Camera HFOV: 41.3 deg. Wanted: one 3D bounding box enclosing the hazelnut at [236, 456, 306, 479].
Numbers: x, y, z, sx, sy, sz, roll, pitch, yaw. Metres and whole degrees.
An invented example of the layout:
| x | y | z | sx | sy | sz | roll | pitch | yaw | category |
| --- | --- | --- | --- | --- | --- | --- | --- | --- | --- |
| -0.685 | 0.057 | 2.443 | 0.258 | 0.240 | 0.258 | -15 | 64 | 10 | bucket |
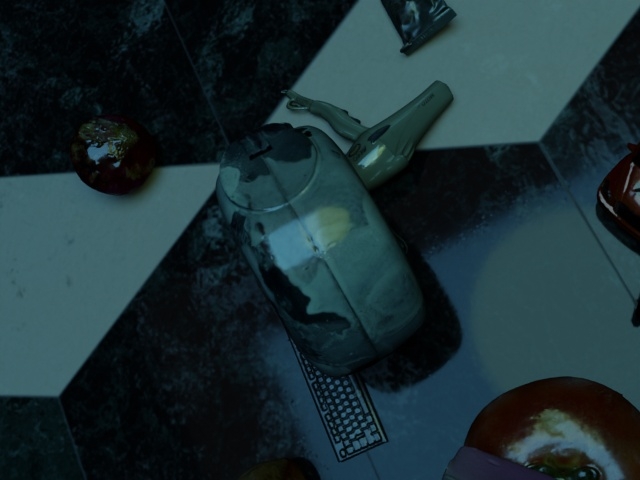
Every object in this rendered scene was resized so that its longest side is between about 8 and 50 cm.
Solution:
| x | y | z | sx | sy | sz | roll | pitch | yaw | category |
| --- | --- | --- | --- | --- | --- | --- | --- | --- | --- |
| -0.056 | 0.283 | 0.932 | 0.086 | 0.086 | 0.086 | -4 | 76 | 16 | hazelnut |

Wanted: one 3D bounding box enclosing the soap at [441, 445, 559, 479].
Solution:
| x | y | z | sx | sy | sz | roll | pitch | yaw | category |
| --- | --- | --- | --- | --- | --- | --- | --- | --- | --- |
| 0.177 | 0.339 | 0.788 | 0.181 | 0.081 | 0.259 | 17 | 108 | 21 | soap |

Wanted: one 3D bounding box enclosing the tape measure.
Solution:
| x | y | z | sx | sy | sz | roll | pitch | yaw | category |
| --- | --- | --- | --- | --- | --- | --- | --- | --- | --- |
| 0.000 | 0.000 | 0.880 | 0.147 | 0.256 | 0.275 | -31 | 88 | 0 | tape measure |

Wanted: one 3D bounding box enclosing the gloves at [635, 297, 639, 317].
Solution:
| x | y | z | sx | sy | sz | roll | pitch | yaw | category |
| --- | --- | --- | --- | --- | --- | --- | --- | --- | --- |
| 0.445 | 0.076 | 0.818 | 0.268 | 0.107 | 0.135 | 14 | 72 | 36 | gloves |

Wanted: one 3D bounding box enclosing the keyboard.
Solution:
| x | y | z | sx | sy | sz | roll | pitch | yaw | category |
| --- | --- | --- | --- | --- | --- | --- | --- | --- | --- |
| 0.010 | 0.150 | 0.977 | 0.064 | 0.010 | 0.198 | -26 | 71 | 7 | keyboard |

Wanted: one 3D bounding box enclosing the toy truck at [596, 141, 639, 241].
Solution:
| x | y | z | sx | sy | sz | roll | pitch | yaw | category |
| --- | --- | --- | --- | --- | --- | --- | --- | --- | --- |
| 0.402 | -0.110 | 0.869 | 0.252 | 0.114 | 0.107 | -46 | 70 | 0 | toy truck |

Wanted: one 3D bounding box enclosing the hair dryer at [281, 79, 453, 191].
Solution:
| x | y | z | sx | sy | sz | roll | pitch | yaw | category |
| --- | --- | --- | --- | --- | --- | --- | --- | --- | --- |
| 0.062 | -0.160 | 1.028 | 0.167 | 0.067 | 0.199 | -32 | 55 | -3 | hair dryer |

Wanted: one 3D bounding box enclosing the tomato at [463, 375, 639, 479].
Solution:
| x | y | z | sx | sy | sz | roll | pitch | yaw | category |
| --- | --- | --- | --- | --- | --- | --- | --- | --- | --- |
| 0.245 | 0.246 | 0.848 | 0.225 | 0.085 | 0.225 | -3 | 77 | 13 | tomato |

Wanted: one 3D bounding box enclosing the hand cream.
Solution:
| x | y | z | sx | sy | sz | roll | pitch | yaw | category |
| --- | --- | --- | --- | --- | --- | --- | --- | --- | --- |
| 0.067 | -0.346 | 1.046 | 0.248 | 0.052 | 0.075 | 59 | 139 | 15 | hand cream |

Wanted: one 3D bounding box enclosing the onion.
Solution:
| x | y | z | sx | sy | sz | roll | pitch | yaw | category |
| --- | --- | --- | --- | --- | --- | --- | --- | --- | --- |
| -0.264 | -0.109 | 1.081 | 0.107 | 0.097 | 0.107 | 3 | 77 | -16 | onion |
